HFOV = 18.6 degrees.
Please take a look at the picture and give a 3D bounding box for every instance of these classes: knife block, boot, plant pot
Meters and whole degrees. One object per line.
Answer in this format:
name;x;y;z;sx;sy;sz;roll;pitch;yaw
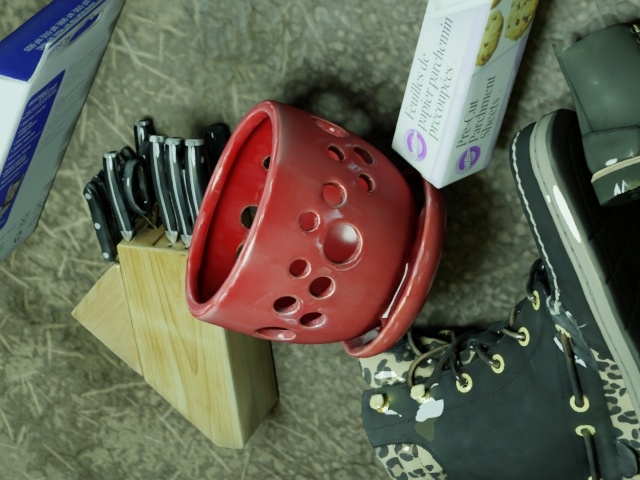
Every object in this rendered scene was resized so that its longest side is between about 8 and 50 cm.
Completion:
knife block;-0.103;0.026;1.762;0.275;0.088;0.242;43;129;-4
boot;0.284;-0.124;1.493;0.197;0.077;0.137;-21;78;8
plant pot;0.000;0.000;1.611;0.174;0.191;0.191;20;131;-16
boot;0.160;0.084;1.647;0.284;0.138;0.377;-11;120;31

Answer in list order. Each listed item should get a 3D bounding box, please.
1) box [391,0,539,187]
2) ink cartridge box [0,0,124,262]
box;0.127;-0.188;1.505;0.063;0.067;0.324;43;137;31
ink cartridge box;-0.269;-0.098;1.715;0.065;0.165;0.333;33;128;5
